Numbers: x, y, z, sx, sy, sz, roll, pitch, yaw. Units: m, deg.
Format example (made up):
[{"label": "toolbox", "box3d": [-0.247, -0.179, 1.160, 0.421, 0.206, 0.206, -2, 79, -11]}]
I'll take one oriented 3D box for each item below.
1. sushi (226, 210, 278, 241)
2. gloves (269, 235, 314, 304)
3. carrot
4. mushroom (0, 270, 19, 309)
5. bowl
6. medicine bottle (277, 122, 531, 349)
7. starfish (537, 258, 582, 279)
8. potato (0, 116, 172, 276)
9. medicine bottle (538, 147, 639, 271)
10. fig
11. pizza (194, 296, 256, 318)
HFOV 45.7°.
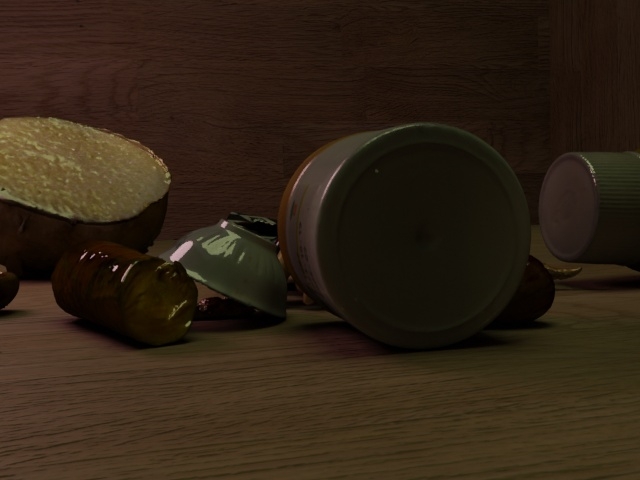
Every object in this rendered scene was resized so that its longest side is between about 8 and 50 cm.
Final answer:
[{"label": "sushi", "box3d": [-0.037, 0.022, 1.379, 0.292, 0.059, 0.294, 10, 10, -4]}, {"label": "gloves", "box3d": [0.017, 0.034, 1.150, 0.301, 0.152, 0.197, -15, -25, 4]}, {"label": "carrot", "box3d": [-0.257, 0.059, 0.956, 0.114, 0.114, 0.302, -4, 5, -34]}, {"label": "mushroom", "box3d": [-0.512, 0.067, 1.118, 0.127, 0.087, 0.127, -5, 0, 0]}, {"label": "bowl", "box3d": [-0.112, 0.025, 1.003, 0.189, 0.086, 0.189, 25, -1, 1]}, {"label": "medicine bottle", "box3d": [0.083, -0.010, 0.869, 0.238, 0.237, 0.232, -2, 5, -11]}, {"label": "starfish", "box3d": [0.262, 0.040, 1.275, 0.302, 0.084, 0.293, 2, 1, -20]}, {"label": "potato", "box3d": [-0.588, -0.053, 1.759, 0.442, 0.319, 0.385, 6, 40, -25]}, {"label": "medicine bottle", "box3d": [0.591, -0.051, 1.301, 0.385, 0.224, 0.224, 1, 3, -14]}, {"label": "fig", "box3d": [0.215, 0.070, 0.903, 0.125, 0.088, 0.089, -30, 15, -23]}, {"label": "pizza", "box3d": [-0.142, 0.089, 1.061, 0.100, 0.029, 0.099, -1, 2, -8]}]
